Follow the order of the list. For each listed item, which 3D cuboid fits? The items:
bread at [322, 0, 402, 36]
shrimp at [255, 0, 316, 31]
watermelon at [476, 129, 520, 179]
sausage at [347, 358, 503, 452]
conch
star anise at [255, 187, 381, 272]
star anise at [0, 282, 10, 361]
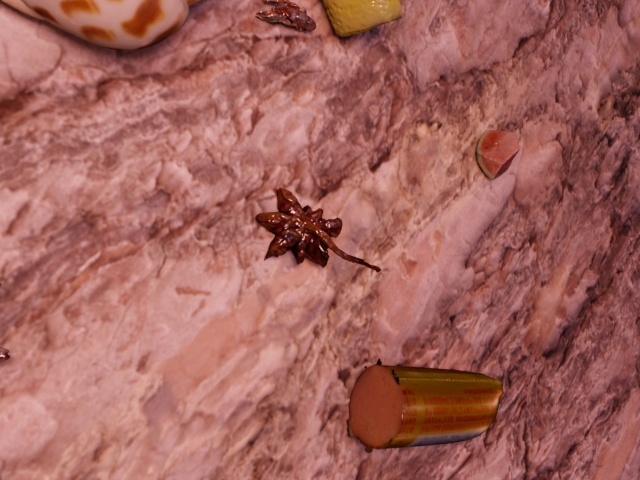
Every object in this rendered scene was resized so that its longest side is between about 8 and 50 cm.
[{"bbox_3d":[0.054,-0.363,0.876,0.111,0.129,0.114,-21,109,1],"label":"bread"},{"bbox_3d":[-0.047,-0.321,0.851,0.092,0.029,0.038,3,87,-33],"label":"shrimp"},{"bbox_3d":[0.330,-0.154,1.108,0.092,0.072,0.085,38,84,-35],"label":"watermelon"},{"bbox_3d":[0.191,0.255,0.953,0.317,0.117,0.125,10,96,-38],"label":"sausage"},{"bbox_3d":[-0.215,-0.299,0.645,0.274,0.148,0.183,-14,100,-35],"label":"conch"},{"bbox_3d":[0.000,0.000,0.841,0.190,0.070,0.097,26,61,-21],"label":"star anise"},{"bbox_3d":[-0.394,0.097,0.546,0.195,0.065,0.183,31,74,-31],"label":"star anise"}]
